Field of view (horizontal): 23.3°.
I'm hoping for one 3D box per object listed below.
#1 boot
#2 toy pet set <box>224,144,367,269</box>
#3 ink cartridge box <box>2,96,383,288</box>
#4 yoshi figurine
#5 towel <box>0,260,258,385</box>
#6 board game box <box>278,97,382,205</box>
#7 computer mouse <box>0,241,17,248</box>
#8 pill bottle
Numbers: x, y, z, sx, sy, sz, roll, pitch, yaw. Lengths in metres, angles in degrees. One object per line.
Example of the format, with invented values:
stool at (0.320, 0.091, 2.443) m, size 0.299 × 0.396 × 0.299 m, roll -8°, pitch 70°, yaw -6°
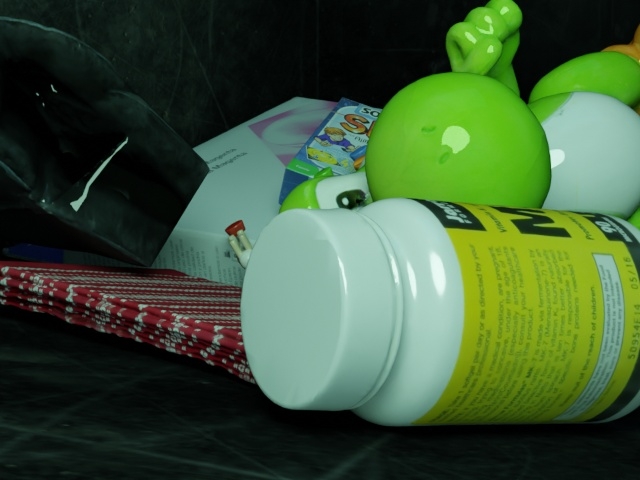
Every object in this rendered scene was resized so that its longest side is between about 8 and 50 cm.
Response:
boot at (-0.339, -0.100, 1.134) m, size 0.367 × 0.146 × 0.445 m, roll 25°, pitch -9°, yaw -33°
toy pet set at (0.000, 0.000, 1.093) m, size 0.122 × 0.065 × 0.114 m, roll -31°, pitch 14°, yaw 5°
ink cartridge box at (-0.052, -0.046, 1.339) m, size 0.330 × 0.071 × 0.324 m, roll 11°, pitch 27°, yaw 32°
yoshi figurine at (0.148, -0.051, 0.994) m, size 0.362 × 0.203 × 0.203 m, roll -19°, pitch 36°, yaw -34°
towel at (-0.064, 0.052, 0.989) m, size 0.275 × 0.031 × 0.199 m, roll 13°, pitch 6°, yaw 37°
board game box at (0.085, -0.038, 1.192) m, size 0.201 × 0.035 × 0.136 m, roll 19°, pitch 33°, yaw 10°
computer mouse at (-0.266, -0.017, 1.467) m, size 0.106 × 0.042 × 0.193 m, roll 4°, pitch 8°, yaw 36°
pill bottle at (0.072, 0.038, 0.811) m, size 0.208 × 0.119 × 0.119 m, roll 3°, pitch 6°, yaw -33°
